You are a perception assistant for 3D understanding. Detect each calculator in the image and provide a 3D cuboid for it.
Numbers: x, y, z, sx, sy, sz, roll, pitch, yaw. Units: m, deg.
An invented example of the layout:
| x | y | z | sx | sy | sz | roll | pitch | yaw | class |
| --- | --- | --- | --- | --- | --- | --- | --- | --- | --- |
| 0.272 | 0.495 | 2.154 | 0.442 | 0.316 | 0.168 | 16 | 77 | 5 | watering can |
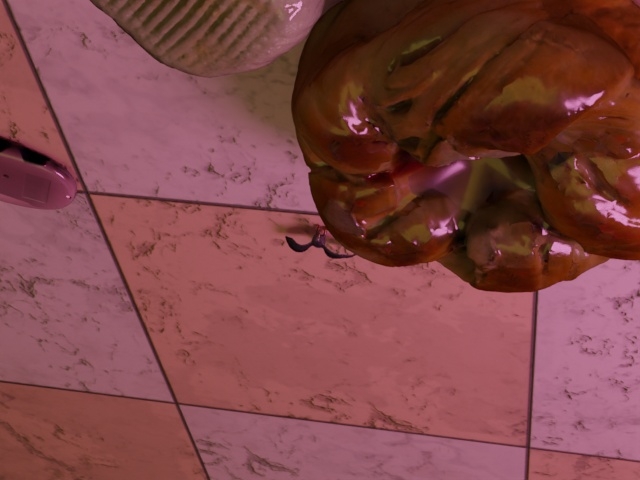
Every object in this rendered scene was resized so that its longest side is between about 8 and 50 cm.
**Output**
| x | y | z | sx | sy | sz | roll | pitch | yaw | class |
| --- | --- | --- | --- | --- | --- | --- | --- | --- | --- |
| -0.348 | -0.076 | 1.400 | 0.166 | 0.024 | 0.103 | 17 | 147 | -8 | calculator |

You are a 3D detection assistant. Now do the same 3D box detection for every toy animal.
| x | y | z | sx | sy | sz | roll | pitch | yaw | class |
| --- | --- | --- | --- | --- | --- | --- | --- | --- | --- |
| 0.000 | -0.001 | 1.386 | 0.084 | 0.028 | 0.050 | 11 | 148 | 8 | toy animal |

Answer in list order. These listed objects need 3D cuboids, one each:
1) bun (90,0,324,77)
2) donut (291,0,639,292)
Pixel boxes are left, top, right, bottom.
| x | y | z | sx | sy | sz | roll | pitch | yaw | class |
| --- | --- | --- | --- | --- | --- | --- | --- | --- | --- |
| -0.089 | -0.233 | 0.986 | 0.203 | 0.126 | 0.212 | -13 | 131 | 35 | bun |
| 0.144 | -0.088 | 1.085 | 0.360 | 0.170 | 0.360 | 8 | 148 | 5 | donut |
